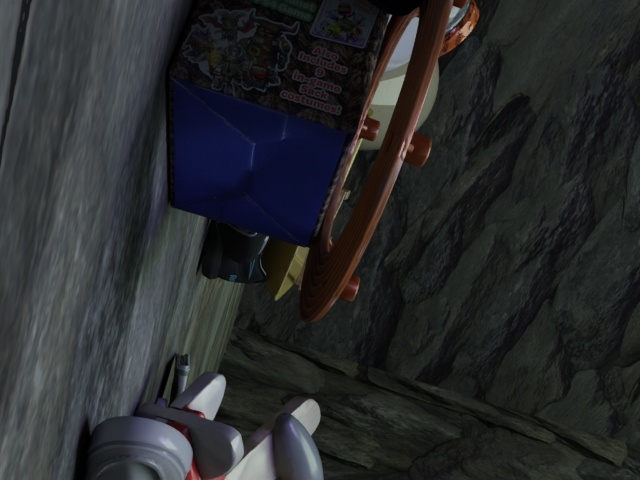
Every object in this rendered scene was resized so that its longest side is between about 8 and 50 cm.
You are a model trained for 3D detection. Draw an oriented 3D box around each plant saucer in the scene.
[{"bbox_3d":[-0.020,-0.086,1.493,0.333,0.081,0.333,-38,150,-81],"label":"plant saucer"}]

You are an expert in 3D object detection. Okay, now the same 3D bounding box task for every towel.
[{"bbox_3d":[-0.225,0.252,1.336,0.113,0.023,0.152,-162,-95,-81],"label":"towel"}]

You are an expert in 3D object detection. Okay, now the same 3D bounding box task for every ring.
[{"bbox_3d":[0.052,-0.088,0.743,0.336,0.032,0.337,-161,-90,-83],"label":"ring"}]

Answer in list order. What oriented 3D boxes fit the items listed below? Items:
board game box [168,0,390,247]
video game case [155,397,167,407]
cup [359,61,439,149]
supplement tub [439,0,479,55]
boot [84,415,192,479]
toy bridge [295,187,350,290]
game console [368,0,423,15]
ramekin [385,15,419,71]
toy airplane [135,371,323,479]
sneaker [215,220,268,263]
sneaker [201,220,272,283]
[{"bbox_3d":[-0.022,-0.179,0.778,0.232,0.141,0.291,112,-5,-66],"label":"board game box"},{"bbox_3d":[-0.260,0.330,1.277,0.143,0.019,0.157,-78,-176,-62],"label":"video game case"},{"bbox_3d":[0.044,-0.331,1.799,0.237,0.331,0.331,-26,139,-58],"label":"cup"},{"bbox_3d":[0.146,-0.495,1.619,0.193,0.316,0.194,-31,-147,22],"label":"supplement tub"},{"bbox_3d":[-0.177,0.260,0.787,0.258,0.095,0.123,111,-12,-52],"label":"boot"},{"bbox_3d":[0.000,0.000,1.486,0.063,0.026,0.188,-35,148,-77],"label":"toy bridge"},{"bbox_3d":[0.046,-0.353,0.597,0.173,0.250,0.293,-20,-132,53],"label":"game console"},{"bbox_3d":[0.066,-0.353,1.205,0.273,0.127,0.273,-36,136,-45],"label":"ramekin"},{"bbox_3d":[-0.129,0.365,1.109,0.386,0.272,0.384,-60,161,-6],"label":"toy airplane"},{"bbox_3d":[-0.116,-0.051,1.197,0.132,0.086,0.229,-67,166,-62],"label":"sneaker"},{"bbox_3d":[-0.100,-0.062,1.340,0.101,0.106,0.268,-83,-171,-84],"label":"sneaker"}]
